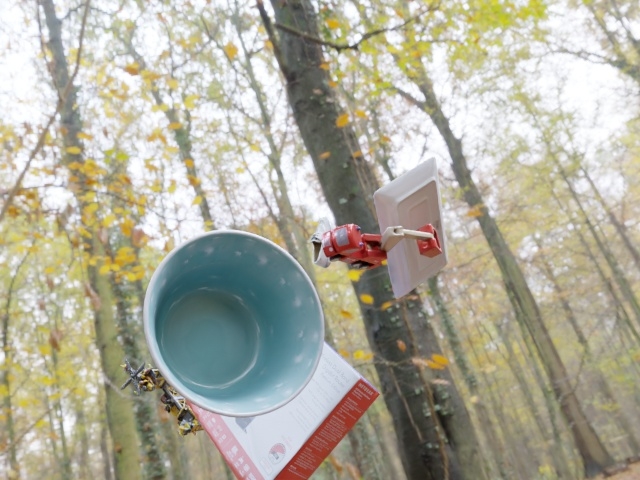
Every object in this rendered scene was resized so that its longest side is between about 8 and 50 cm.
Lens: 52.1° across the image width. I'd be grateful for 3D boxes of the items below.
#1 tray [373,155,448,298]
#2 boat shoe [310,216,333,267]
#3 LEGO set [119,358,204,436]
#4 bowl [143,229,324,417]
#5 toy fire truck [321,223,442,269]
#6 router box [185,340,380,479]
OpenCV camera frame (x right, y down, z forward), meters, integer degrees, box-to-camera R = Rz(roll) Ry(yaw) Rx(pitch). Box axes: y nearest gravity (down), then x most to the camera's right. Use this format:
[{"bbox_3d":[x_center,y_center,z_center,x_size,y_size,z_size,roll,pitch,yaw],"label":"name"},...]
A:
[{"bbox_3d":[0.183,-0.013,1.224,0.145,0.030,0.270,-33,-47,-20],"label":"tray"},{"bbox_3d":[0.000,0.000,1.193,0.035,0.100,0.035,17,-24,-33],"label":"boat shoe"},{"bbox_3d":[-0.330,0.305,1.566,0.331,0.255,0.192,-49,-28,17],"label":"LEGO set"},{"bbox_3d":[-0.166,0.155,1.122,0.312,0.311,0.163,-3,-19,-31],"label":"bowl"},{"bbox_3d":[0.107,0.004,1.114,0.135,0.047,0.192,-24,-25,31],"label":"toy fire truck"},{"bbox_3d":[-0.091,0.319,1.338,0.301,0.335,0.082,-49,-49,-5],"label":"router box"}]
